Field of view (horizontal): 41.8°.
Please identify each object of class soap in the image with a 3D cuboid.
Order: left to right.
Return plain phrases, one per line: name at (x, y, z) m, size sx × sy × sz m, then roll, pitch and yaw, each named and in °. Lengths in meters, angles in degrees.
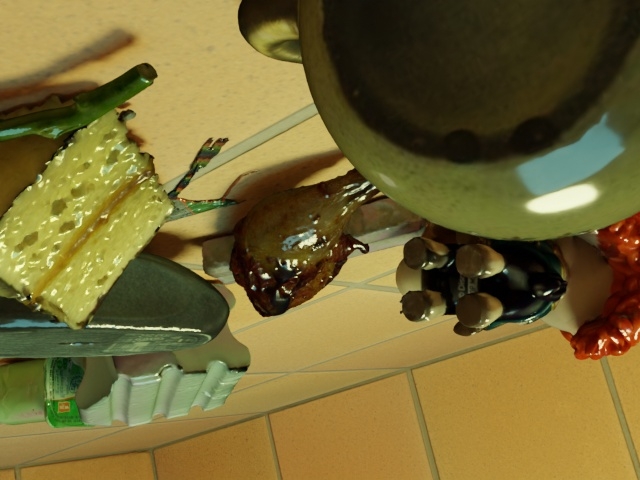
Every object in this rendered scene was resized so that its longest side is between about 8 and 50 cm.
soap at (-0.264, 0.187, 1.339) m, size 0.261 × 0.156 × 0.446 m, roll -9°, pitch 164°, yaw -15°

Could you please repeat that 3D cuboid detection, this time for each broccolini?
broccolini at (-0.252, -0.099, 0.582) m, size 0.271 × 0.062 × 0.123 m, roll -14°, pitch 174°, yaw -2°

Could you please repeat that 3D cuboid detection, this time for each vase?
vase at (0.101, -0.132, 0.526) m, size 0.329 × 0.241 × 0.302 m, roll 9°, pitch -169°, yaw 29°

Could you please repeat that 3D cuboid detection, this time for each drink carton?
drink carton at (-0.483, 0.257, 1.458) m, size 0.142 × 0.144 × 0.146 m, roll -10°, pitch 166°, yaw 22°

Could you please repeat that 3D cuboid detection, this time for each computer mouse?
computer mouse at (-0.294, 0.073, 1.014) m, size 0.374 × 0.114 × 0.203 m, roll 3°, pitch 160°, yaw -31°

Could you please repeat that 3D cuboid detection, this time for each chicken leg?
chicken leg at (-0.011, 0.001, 0.978) m, size 0.177 × 0.083 × 0.322 m, roll -12°, pitch 151°, yaw -19°

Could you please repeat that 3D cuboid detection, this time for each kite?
kite at (-0.152, -0.051, 0.897) m, size 0.198 × 0.006 × 0.244 m, roll -1°, pitch 159°, yaw -37°

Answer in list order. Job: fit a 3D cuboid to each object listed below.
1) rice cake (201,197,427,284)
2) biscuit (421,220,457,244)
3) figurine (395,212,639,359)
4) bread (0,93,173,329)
rice cake at (-0.005, 0.000, 1.111) m, size 0.298 × 0.050 × 0.106 m, roll -13°, pitch 163°, yaw -2°
biscuit at (0.250, -0.028, 1.240) m, size 0.250 × 0.036 × 0.165 m, roll -7°, pitch 153°, yaw -23°
figurine at (0.294, 0.050, 1.131) m, size 0.411 × 0.241 × 0.306 m, roll -5°, pitch 167°, yaw -11°
bread at (-0.240, -0.021, 0.763) m, size 0.142 × 0.178 × 0.266 m, roll 19°, pitch 163°, yaw 12°
